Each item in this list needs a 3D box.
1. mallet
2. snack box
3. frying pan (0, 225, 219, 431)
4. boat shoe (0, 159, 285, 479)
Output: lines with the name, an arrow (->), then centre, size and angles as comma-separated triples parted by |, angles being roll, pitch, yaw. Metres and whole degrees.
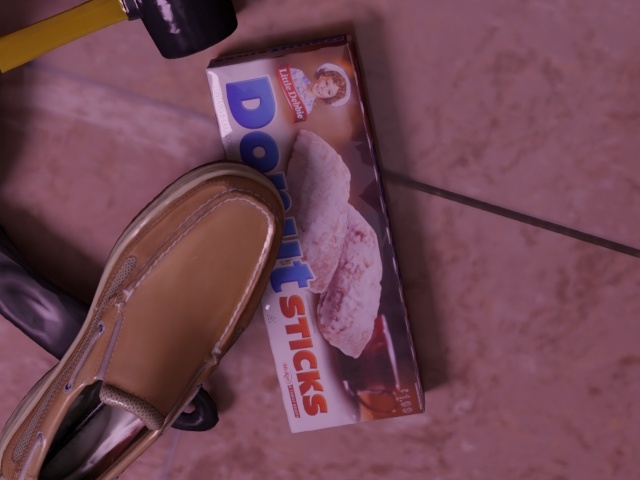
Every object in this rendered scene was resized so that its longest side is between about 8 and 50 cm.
mallet -> -0.129, -0.086, 0.656 | 0.190, 0.039, 0.062 | -18, 108, -12
snack box -> 0.000, 0.000, 0.719 | 0.064, 0.022, 0.178 | -9, 111, 8
frying pan -> -0.178, -0.038, 0.701 | 0.326, 0.053, 0.197 | 13, 113, -14
boat shoe -> -0.075, 0.054, 0.689 | 0.068, 0.072, 0.190 | 28, 108, -17
